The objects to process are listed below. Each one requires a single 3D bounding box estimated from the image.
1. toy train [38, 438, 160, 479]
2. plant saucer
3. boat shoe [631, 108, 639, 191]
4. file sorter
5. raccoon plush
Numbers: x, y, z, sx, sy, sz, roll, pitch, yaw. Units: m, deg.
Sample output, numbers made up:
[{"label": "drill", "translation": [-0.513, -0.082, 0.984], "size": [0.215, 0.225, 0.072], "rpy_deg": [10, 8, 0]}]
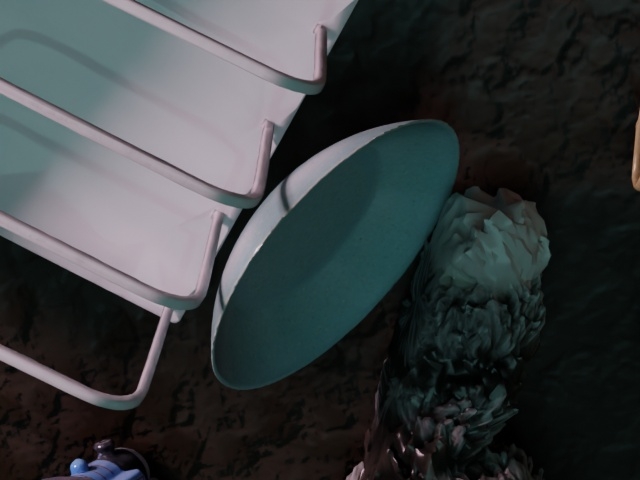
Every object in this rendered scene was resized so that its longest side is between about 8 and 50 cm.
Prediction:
[{"label": "toy train", "translation": [-0.147, 0.192, 1.016], "size": [0.080, 0.184, 0.105], "rpy_deg": [-10, 97, 21]}, {"label": "plant saucer", "translation": [0.000, 0.000, 0.915], "size": [0.037, 0.195, 0.195], "rpy_deg": [43, 119, 23]}, {"label": "boat shoe", "translation": [0.205, -0.146, 0.839], "size": [0.089, 0.104, 0.285], "rpy_deg": [-5, 117, 6]}, {"label": "file sorter", "translation": [-0.107, -0.083, 0.852], "size": [0.193, 0.173, 0.277], "rpy_deg": [27, 109, -8]}, {"label": "raccoon plush", "translation": [0.162, 0.219, 0.986], "size": [0.299, 0.216, 0.446], "rpy_deg": [14, 118, -9]}]
